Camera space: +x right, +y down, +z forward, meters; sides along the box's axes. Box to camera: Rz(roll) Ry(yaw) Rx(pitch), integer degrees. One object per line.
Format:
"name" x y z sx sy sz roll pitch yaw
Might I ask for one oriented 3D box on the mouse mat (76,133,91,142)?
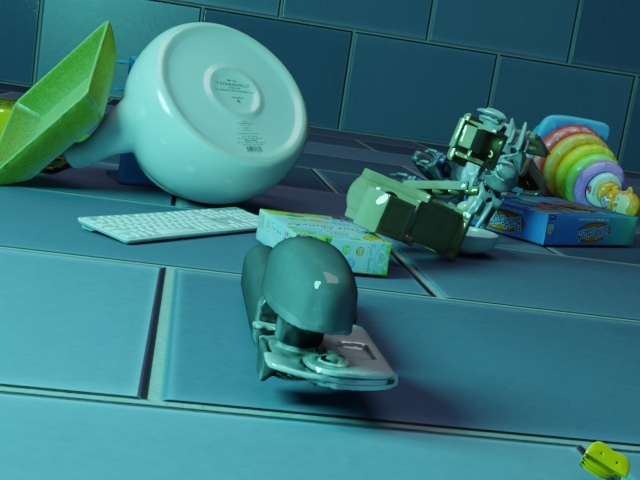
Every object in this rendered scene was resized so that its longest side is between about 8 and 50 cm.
"mouse mat" -0.429 -0.185 1.731 0.190 0.007 0.152 8 10 6

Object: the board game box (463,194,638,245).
"board game box" 0.339 -0.031 1.401 0.210 0.047 0.160 0 13 -37

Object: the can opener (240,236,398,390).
"can opener" -0.008 0.030 0.636 0.076 0.095 0.283 8 10 -10

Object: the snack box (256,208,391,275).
"snack box" 0.000 0.000 0.971 0.100 0.037 0.141 5 10 -19

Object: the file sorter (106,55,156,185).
"file sorter" -0.232 -0.167 1.335 0.118 0.170 0.104 3 9 -29

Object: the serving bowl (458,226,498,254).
"serving bowl" 0.171 0.000 1.143 0.083 0.027 0.083 8 11 -2

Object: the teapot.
"teapot" -0.149 -0.142 1.225 0.256 0.187 0.252 36 47 -12

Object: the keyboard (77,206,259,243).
"keyboard" -0.143 -0.019 1.024 0.072 0.014 0.256 15 12 31

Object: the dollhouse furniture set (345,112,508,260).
"dollhouse furniture set" 0.097 -0.083 1.027 0.101 0.161 0.182 26 5 35

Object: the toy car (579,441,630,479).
"toy car" 0.197 0.109 0.493 0.122 0.060 0.040 16 -21 5

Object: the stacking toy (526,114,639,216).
"stacking toy" 0.519 -0.112 1.804 0.166 0.175 0.302 5 24 -16

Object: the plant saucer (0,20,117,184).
"plant saucer" -0.317 -0.159 1.157 0.045 0.188 0.188 42 27 -30

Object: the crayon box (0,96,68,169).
"crayon box" -0.509 -0.166 1.347 0.319 0.081 0.202 9 10 -3

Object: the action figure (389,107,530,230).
"action figure" 0.189 -0.089 1.316 0.099 0.185 0.285 42 -14 -15

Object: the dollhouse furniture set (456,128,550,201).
"dollhouse furniture set" 0.333 -0.098 1.662 0.129 0.129 0.184 18 -16 40
